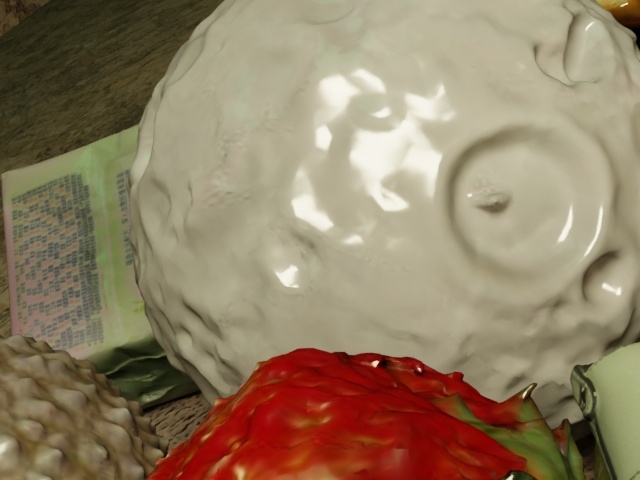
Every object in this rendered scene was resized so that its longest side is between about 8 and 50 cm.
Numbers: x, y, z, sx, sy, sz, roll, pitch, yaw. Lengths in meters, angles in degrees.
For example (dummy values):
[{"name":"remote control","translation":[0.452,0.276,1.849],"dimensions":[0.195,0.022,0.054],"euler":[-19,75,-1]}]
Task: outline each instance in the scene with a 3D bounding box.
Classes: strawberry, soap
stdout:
[{"name":"strawberry","translation":[0.000,0.179,0.482],"dimensions":[0.277,0.257,0.257],"euler":[-28,23,18]},{"name":"soap","translation":[-0.150,0.026,0.973],"dimensions":[0.182,0.138,0.199],"euler":[-19,65,16]}]

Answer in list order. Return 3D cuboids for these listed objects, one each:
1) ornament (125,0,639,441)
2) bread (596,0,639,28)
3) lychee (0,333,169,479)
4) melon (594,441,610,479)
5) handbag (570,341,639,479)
[{"name":"ornament","translation":[0.053,-0.019,0.704],"dimensions":[0.337,0.337,0.337],"euler":[-22,24,11]},{"name":"bread","translation":[0.254,-0.269,1.155],"dimensions":[0.333,0.143,0.324],"euler":[-2,15,40]},{"name":"lychee","translation":[-0.222,0.183,0.675],"dimensions":[0.300,0.300,0.300],"euler":[-22,24,11]},{"name":"melon","translation":[0.186,0.126,0.578],"dimensions":[0.099,0.099,0.162],"euler":[-21,26,13]},{"name":"handbag","translation":[0.237,0.110,0.482],"dimensions":[0.241,0.109,0.315],"euler":[0,29,-1]}]
